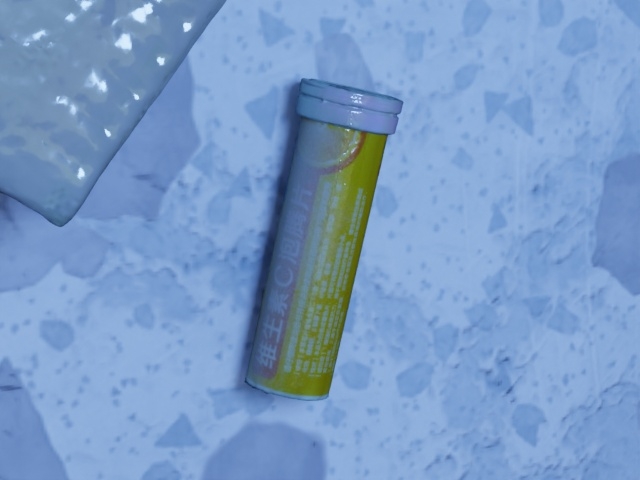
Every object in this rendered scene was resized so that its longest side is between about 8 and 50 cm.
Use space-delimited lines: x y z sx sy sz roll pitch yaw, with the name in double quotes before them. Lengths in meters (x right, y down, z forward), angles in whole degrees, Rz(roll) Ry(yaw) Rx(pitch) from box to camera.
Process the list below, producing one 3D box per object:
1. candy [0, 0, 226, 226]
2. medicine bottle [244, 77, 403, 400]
"candy" -0.149 -0.203 0.812 0.208 0.145 0.358 38 85 -28
"medicine bottle" 0.000 0.000 0.966 0.074 0.074 0.218 8 99 -26
